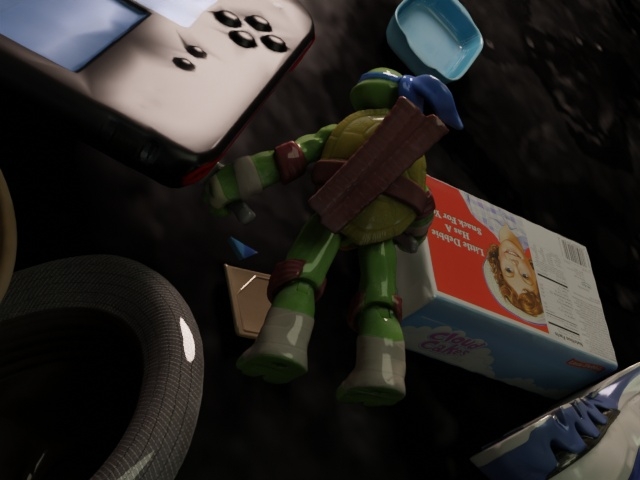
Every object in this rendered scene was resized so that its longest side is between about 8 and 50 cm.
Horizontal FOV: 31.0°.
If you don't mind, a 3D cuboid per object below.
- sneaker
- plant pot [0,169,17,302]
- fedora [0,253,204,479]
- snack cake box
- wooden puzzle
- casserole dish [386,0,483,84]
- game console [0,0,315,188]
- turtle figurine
[{"bbox_3d":[0.286,0.231,1.108,0.315,0.127,0.182,-16,76,-44],"label":"sneaker"},{"bbox_3d":[-0.308,-0.005,0.672,0.237,0.109,0.237,27,44,-29],"label":"plant pot"},{"bbox_3d":[-0.164,0.139,0.653,0.275,0.243,0.124,-115,-176,-59],"label":"fedora"},{"bbox_3d":[0.166,0.049,1.147,0.264,0.089,0.152,22,47,-34],"label":"snack cake box"},{"bbox_3d":[-0.051,0.057,0.973,0.078,0.014,0.116,25,44,-37],"label":"wooden puzzle"},{"bbox_3d":[0.137,-0.249,1.414,0.114,0.037,0.188,46,36,-6],"label":"casserole dish"},{"bbox_3d":[-0.205,-0.200,0.861,0.386,0.060,0.342,28,26,0],"label":"game console"},{"bbox_3d":[0.000,0.000,0.976,0.198,0.274,0.266,39,53,-51],"label":"turtle figurine"}]
